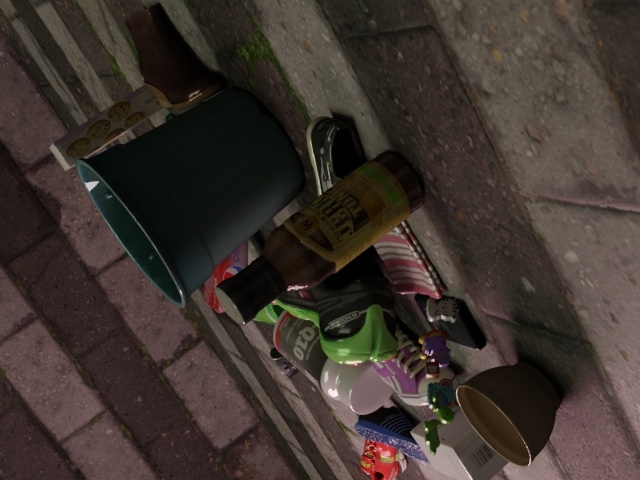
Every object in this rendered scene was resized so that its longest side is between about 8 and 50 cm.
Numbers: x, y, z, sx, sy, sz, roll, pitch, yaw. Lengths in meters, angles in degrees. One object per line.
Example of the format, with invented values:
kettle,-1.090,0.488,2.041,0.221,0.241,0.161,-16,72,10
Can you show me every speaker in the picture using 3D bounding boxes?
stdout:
speaker,-0.119,0.146,2.295,0.131,0.131,0.296,56,162,-11

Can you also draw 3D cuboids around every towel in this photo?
towel,0.129,0.014,1.580,0.197,0.029,0.144,58,161,-13

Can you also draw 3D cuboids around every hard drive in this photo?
hard drive,0.223,0.138,1.586,0.094,0.022,0.135,59,162,-17

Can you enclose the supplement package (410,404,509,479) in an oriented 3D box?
supplement package,0.278,0.402,1.813,0.105,0.105,0.179,56,161,-11

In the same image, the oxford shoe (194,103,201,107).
oxford shoe,-0.323,-0.152,2.112,0.140,0.146,0.397,54,146,23

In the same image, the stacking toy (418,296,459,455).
stacking toy,0.197,0.219,1.497,0.167,0.052,0.221,88,-178,-60

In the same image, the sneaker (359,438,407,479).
sneaker,0.151,0.554,2.397,0.107,0.118,0.279,34,154,44

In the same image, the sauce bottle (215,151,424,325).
sauce bottle,0.000,0.000,1.361,0.111,0.344,0.111,44,158,22

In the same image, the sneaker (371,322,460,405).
sneaker,0.155,0.222,1.798,0.161,0.102,0.282,62,161,-17

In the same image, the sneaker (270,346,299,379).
sneaker,-0.031,0.287,2.292,0.101,0.153,0.268,58,162,-16

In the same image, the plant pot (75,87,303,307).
plant pot,-0.234,-0.102,1.772,0.341,0.334,0.341,46,160,22

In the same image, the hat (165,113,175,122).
hat,-0.405,-0.199,2.264,0.173,0.183,0.209,23,145,58

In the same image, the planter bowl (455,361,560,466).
planter bowl,0.311,0.263,1.460,0.162,0.109,0.162,47,161,21

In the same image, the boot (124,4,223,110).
boot,-0.307,-0.372,1.853,0.248,0.090,0.207,5,122,54

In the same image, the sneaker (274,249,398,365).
sneaker,0.031,0.073,1.774,0.483,0.185,0.202,-145,58,-61

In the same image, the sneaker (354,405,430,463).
sneaker,0.196,0.447,2.166,0.232,0.090,0.081,18,146,26

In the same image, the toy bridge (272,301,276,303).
toy bridge,-0.043,0.114,1.945,0.063,0.188,0.026,50,137,37

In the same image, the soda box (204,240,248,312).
soda box,-0.234,0.039,2.264,0.092,0.083,0.263,26,118,54

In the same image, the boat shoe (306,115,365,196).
boat shoe,0.044,-0.088,1.494,0.079,0.084,0.233,12,127,49

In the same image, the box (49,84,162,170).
box,-0.429,-0.264,1.969,0.067,0.324,0.063,57,159,-11

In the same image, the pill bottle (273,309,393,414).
pill bottle,0.033,0.258,2.065,0.283,0.161,0.161,35,155,44
